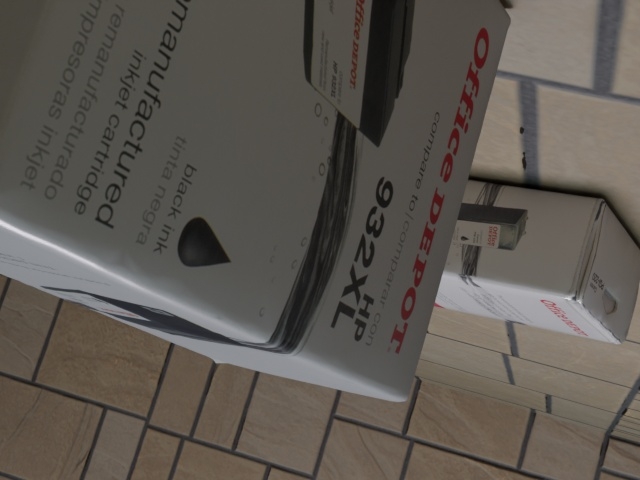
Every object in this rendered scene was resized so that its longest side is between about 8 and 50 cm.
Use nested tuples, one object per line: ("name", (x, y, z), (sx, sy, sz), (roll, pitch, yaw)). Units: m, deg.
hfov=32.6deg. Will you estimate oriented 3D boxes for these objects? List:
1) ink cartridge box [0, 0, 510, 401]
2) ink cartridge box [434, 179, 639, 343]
("ink cartridge box", (-0.045, -0.073, 0.474), (0.129, 0.223, 0.307), (10, 167, 31))
("ink cartridge box", (0.155, 0.013, 0.958), (0.218, 0.092, 0.158), (13, 169, 32))
